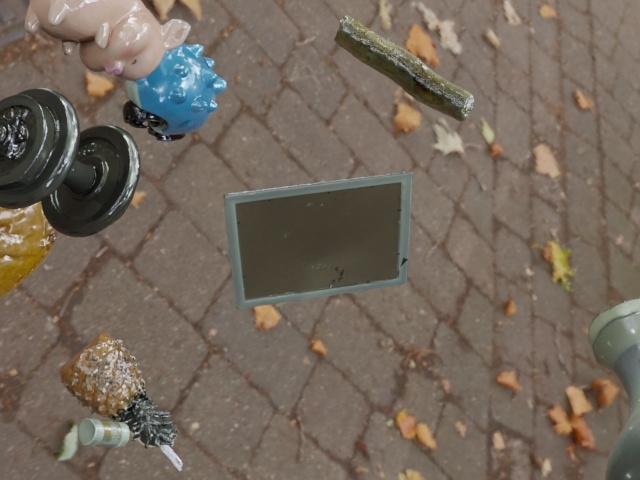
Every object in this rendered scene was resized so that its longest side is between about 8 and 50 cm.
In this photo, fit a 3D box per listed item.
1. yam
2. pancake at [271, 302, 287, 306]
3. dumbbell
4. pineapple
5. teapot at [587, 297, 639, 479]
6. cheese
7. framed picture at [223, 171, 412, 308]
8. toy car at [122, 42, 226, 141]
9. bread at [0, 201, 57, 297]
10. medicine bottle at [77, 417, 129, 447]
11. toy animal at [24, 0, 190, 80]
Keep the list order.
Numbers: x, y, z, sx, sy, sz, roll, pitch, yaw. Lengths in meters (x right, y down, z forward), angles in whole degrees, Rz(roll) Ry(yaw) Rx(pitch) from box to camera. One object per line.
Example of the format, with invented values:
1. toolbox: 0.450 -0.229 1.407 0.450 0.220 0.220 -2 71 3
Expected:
1. yam: 0.164 -0.340 1.744 0.317 0.071 0.067 33 69 2
2. pancake: -0.032 0.072 1.620 0.025 0.151 0.152 53 42 -16
3. dumbbell: -0.395 -0.115 1.330 0.290 0.192 0.192 33 43 -57
4. pineapple: -0.403 0.326 1.828 0.279 0.158 0.158 46 44 -8
5. teapot: 0.379 0.189 0.952 0.183 0.183 0.251 29 34 -28
6. cheese: -0.390 0.438 2.017 0.227 0.064 0.137 51 0 -6
7. framed picture: 0.000 0.000 1.295 0.273 0.217 0.016 -7 38 -8
8. toy car: -0.291 -0.314 1.788 0.255 0.190 0.189 29 56 -76
9. bread: -0.723 -0.057 1.762 0.398 0.215 0.398 -10 112 -26
10. medicine bottle: -0.378 0.337 1.533 0.083 0.047 0.047 23 51 -54
11. toy animal: -0.364 -0.362 1.462 0.250 0.166 0.154 33 68 -48
